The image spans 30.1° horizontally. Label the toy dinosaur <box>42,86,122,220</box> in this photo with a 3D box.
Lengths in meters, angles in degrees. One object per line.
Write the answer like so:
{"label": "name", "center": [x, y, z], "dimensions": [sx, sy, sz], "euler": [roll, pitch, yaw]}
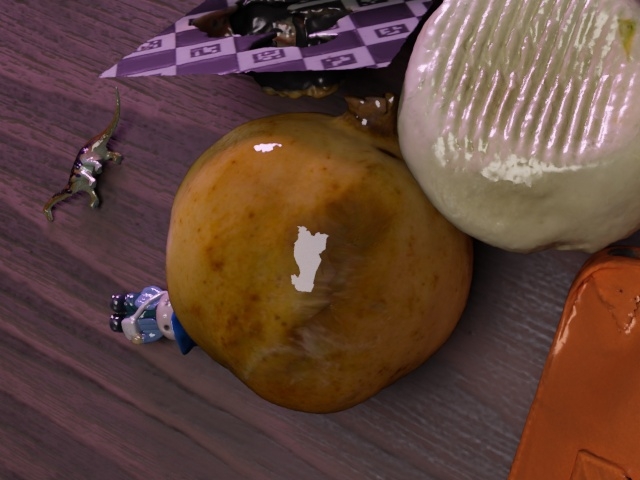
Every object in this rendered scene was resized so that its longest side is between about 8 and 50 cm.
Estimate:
{"label": "toy dinosaur", "center": [-0.257, -0.085, 1.354], "dimensions": [0.058, 0.037, 0.180], "euler": [40, 100, 15]}

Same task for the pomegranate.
{"label": "pomegranate", "center": [-0.002, 0.019, 1.123], "dimensions": [0.307, 0.307, 0.307], "euler": [-2, 84, 21]}

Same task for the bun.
{"label": "bun", "center": [0.189, -0.101, 1.023], "dimensions": [0.259, 0.160, 0.259], "euler": [-4, 67, 10]}

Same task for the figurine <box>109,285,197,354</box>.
{"label": "figurine", "center": [-0.161, 0.083, 1.294], "dimensions": [0.136, 0.079, 0.077], "euler": [-1, 88, 45]}

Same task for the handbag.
{"label": "handbag", "center": [0.351, 0.183, 0.964], "dimensions": [0.410, 0.116, 0.303], "euler": [18, 90, 51]}

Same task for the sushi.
{"label": "sushi", "center": [-0.025, -0.190, 1.177], "dimensions": [0.292, 0.294, 0.059], "euler": [0, 117, 23]}
